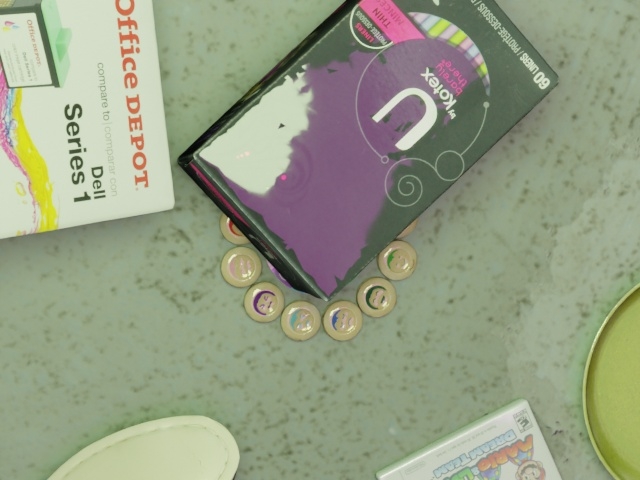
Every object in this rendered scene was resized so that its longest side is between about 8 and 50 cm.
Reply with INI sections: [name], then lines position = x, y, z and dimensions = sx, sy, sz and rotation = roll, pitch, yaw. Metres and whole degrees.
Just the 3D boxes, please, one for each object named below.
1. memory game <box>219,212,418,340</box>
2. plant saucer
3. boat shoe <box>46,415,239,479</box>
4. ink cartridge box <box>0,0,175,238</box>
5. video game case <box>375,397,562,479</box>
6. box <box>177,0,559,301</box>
[memory game]
position = 0.000, 0.000, 1.366
dimensions = 0.186, 0.012, 0.186
rotation = -2, 98, -11
[plant saucer]
position = 0.354, 0.134, 1.443
dimensions = 0.241, 0.037, 0.241
rotation = -1, 97, -12
[boat shoe]
position = -0.205, 0.269, 1.316
dimensions = 0.324, 0.096, 0.116
rotation = -36, 62, -9
[ink cartridge box]
position = -0.267, -0.104, 1.201
dimensions = 0.278, 0.117, 0.201
rotation = -11, 101, -30
[video game case]
position = 0.149, 0.243, 1.424
dimensions = 0.157, 0.019, 0.143
rotation = -26, 102, -8
[box]
position = 0.036, -0.100, 1.282
dimensions = 0.270, 0.143, 0.165
rotation = -44, 99, -6
